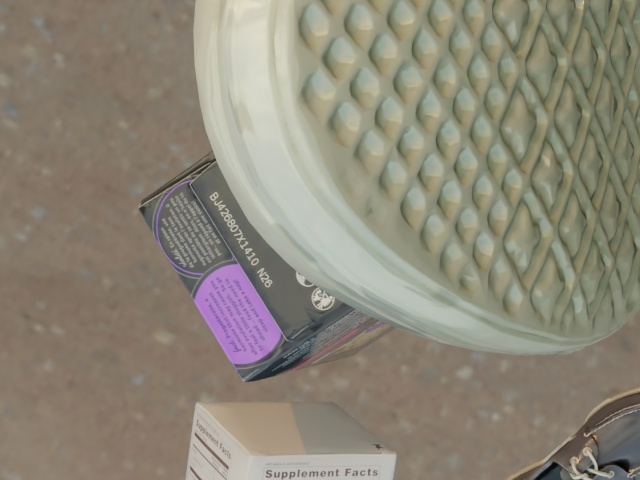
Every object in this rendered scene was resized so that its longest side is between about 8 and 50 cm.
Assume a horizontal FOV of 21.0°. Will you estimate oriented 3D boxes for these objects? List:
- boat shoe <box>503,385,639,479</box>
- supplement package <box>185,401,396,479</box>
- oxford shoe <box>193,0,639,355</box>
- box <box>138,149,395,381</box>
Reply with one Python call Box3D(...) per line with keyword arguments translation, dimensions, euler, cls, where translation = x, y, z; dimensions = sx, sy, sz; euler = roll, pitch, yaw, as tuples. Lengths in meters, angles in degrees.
Box3D(translation=(0.219, 0.193, 1.414), dimensions=(0.075, 0.065, 0.206), euler=(48, 120, -5), cls="boat shoe")
Box3D(translation=(-0.038, 0.271, 1.464), dimensions=(0.139, 0.244, 0.134), euler=(3, -167, -25), cls="supplement package")
Box3D(translation=(0.067, -0.056, 0.622), dimensions=(0.130, 0.449, 0.169), euler=(4, 99, 27), cls="oxford shoe")
Box3D(translation=(0.000, 0.000, 1.383), dimensions=(0.143, 0.270, 0.165), euler=(-34, 81, 16), cls="box")
